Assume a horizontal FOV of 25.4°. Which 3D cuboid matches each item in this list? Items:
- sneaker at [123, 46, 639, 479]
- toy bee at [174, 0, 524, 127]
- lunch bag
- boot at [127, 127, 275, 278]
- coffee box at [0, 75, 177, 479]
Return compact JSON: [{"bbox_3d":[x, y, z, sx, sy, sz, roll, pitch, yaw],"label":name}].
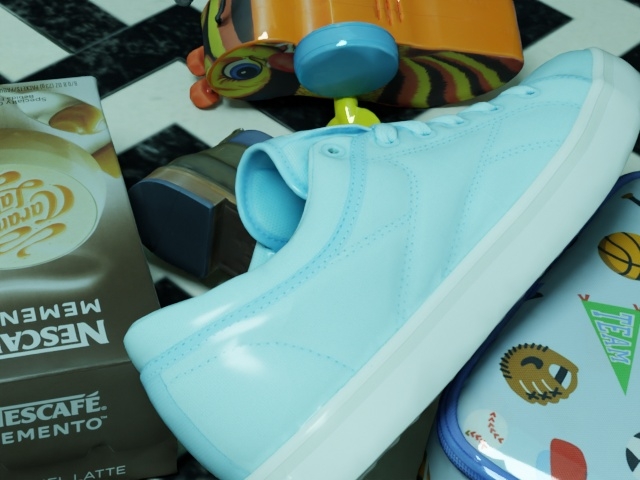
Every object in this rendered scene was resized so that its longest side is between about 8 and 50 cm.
[{"bbox_3d":[0.043,-0.023,0.741,0.150,0.135,0.366,45,52,-2],"label":"sneaker"},{"bbox_3d":[-0.017,-0.149,0.989,0.298,0.162,0.195,29,55,-21],"label":"toy bee"},{"bbox_3d":[0.211,0.094,0.765,0.243,0.115,0.303,29,48,20],"label":"lunch bag"},{"bbox_3d":[0.000,0.000,0.862,0.219,0.082,0.106,31,43,14],"label":"boot"},{"bbox_3d":[-0.172,0.020,0.808,0.141,0.098,0.246,-9,44,-15],"label":"coffee box"}]
